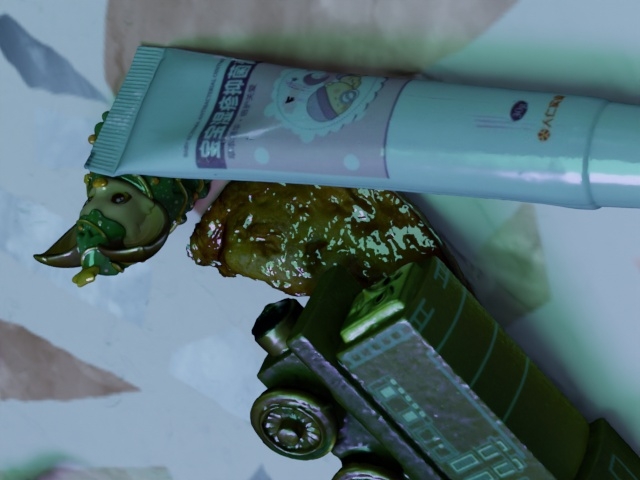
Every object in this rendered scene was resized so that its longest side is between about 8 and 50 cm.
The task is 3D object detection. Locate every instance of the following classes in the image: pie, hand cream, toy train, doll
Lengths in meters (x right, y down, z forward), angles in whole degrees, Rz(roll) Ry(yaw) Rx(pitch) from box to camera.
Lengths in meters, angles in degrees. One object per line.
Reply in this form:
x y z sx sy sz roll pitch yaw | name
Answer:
0.002 -0.002 1.096 0.191 0.033 0.088 14 118 25 | pie
0.032 -0.054 1.029 0.331 0.085 0.058 6 155 28 | hand cream
0.067 0.104 1.062 0.137 0.090 0.225 -32 110 37 | toy train
-0.106 -0.010 1.112 0.078 0.113 0.076 -5 149 32 | doll
